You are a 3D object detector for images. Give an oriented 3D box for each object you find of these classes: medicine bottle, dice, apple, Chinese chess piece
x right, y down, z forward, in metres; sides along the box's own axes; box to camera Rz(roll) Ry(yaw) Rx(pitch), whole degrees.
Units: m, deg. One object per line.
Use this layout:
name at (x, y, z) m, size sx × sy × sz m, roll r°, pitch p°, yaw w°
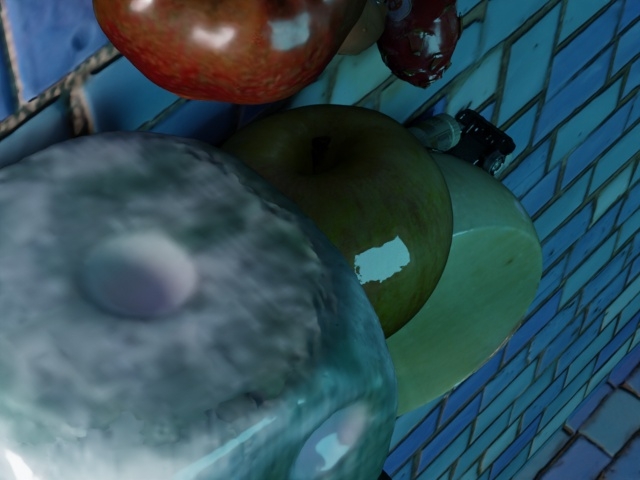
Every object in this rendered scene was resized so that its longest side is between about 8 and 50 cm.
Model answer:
medicine bottle at (0.127, -0.121, 1.787) m, size 0.083 × 0.047 × 0.047 m, roll -29°, pitch 148°, yaw -45°
dice at (-0.160, 0.141, 1.225) m, size 0.328 × 0.330 × 0.348 m, roll -29°, pitch 149°, yaw -30°
apple at (0.000, 0.000, 1.442) m, size 0.257 × 0.257 × 0.233 m, roll -34°, pitch 138°, yaw -38°
Chinese chess piece at (0.090, 0.057, 1.730) m, size 0.349 × 0.146 × 0.349 m, roll -24°, pitch 144°, yaw -19°

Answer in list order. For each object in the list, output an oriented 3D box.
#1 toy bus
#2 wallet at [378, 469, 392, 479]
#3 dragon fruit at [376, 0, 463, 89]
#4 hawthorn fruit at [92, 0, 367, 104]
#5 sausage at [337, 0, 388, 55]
toy bus at (0.161, -0.065, 1.886) m, size 0.194 × 0.087 × 0.089 m, roll -50°, pitch 161°, yaw -3°
wallet at (-0.031, 0.230, 1.802) m, size 0.051 × 0.197 × 0.377 m, roll -58°, pitch 159°, yaw -9°
dragon fruit at (0.103, -0.252, 1.530) m, size 0.094 × 0.094 × 0.190 m, roll -10°, pitch 111°, yaw -58°
hawthorn fruit at (-0.071, -0.187, 1.127) m, size 0.208 × 0.208 × 0.248 m, roll -45°, pitch 172°, yaw -18°
sausage at (-0.008, -0.234, 1.331) m, size 0.326 × 0.079 × 0.087 m, roll 37°, pitch 65°, yaw -67°
